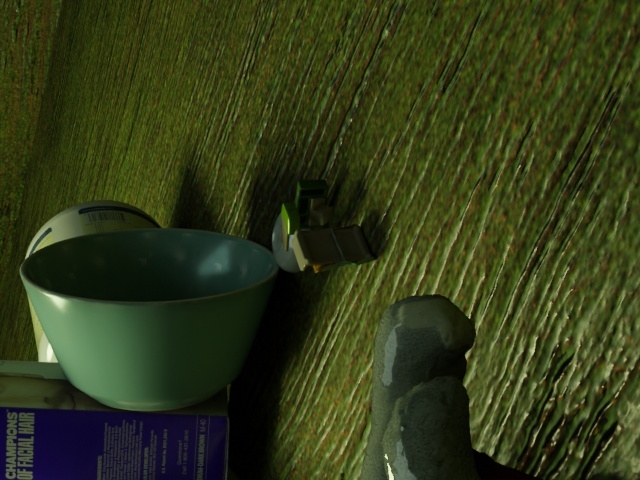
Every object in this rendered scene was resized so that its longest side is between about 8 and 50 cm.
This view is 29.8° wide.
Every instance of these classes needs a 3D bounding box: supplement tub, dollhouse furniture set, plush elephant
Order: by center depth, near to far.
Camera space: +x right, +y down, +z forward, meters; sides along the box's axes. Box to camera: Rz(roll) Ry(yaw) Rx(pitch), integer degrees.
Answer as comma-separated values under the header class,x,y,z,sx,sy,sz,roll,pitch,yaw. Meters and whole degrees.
class,x,y,z,sx,sy,sz,roll,pitch,yaw
plush elephant,0.155,0.204,0.691,0.272,0.255,0.330,64,-147,-30
dollhouse furniture set,0.000,0.000,1.294,0.152,0.076,0.058,-112,22,-50
supplement tub,-0.307,0.114,1.779,0.325,0.235,0.235,-118,40,-52

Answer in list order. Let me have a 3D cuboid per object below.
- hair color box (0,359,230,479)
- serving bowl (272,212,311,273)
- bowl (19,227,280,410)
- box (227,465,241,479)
class,x,y,z,sx,sy,sz,roll,pitch,yaw
hair color box,-0.287,0.230,1.523,0.185,0.338,0.110,-116,29,-77
serving bowl,-0.039,-0.003,1.433,0.083,0.027,0.083,-175,90,-66
bowl,-0.207,0.101,1.480,0.311,0.311,0.163,-142,50,-63
box,-0.190,0.389,1.468,0.345,0.215,0.168,-152,67,-66
